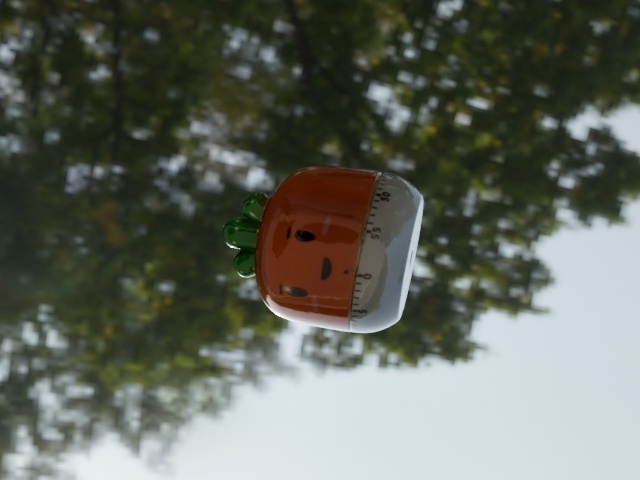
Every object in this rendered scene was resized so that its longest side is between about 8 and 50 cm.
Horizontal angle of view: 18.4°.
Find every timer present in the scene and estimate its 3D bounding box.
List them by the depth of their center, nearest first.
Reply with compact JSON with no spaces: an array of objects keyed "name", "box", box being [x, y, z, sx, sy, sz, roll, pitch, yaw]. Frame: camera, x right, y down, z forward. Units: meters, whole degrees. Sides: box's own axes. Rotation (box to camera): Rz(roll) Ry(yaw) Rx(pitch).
[{"name":"timer","box":[0.000,0.000,1.239,0.136,0.136,0.099,30,-67,43]}]
